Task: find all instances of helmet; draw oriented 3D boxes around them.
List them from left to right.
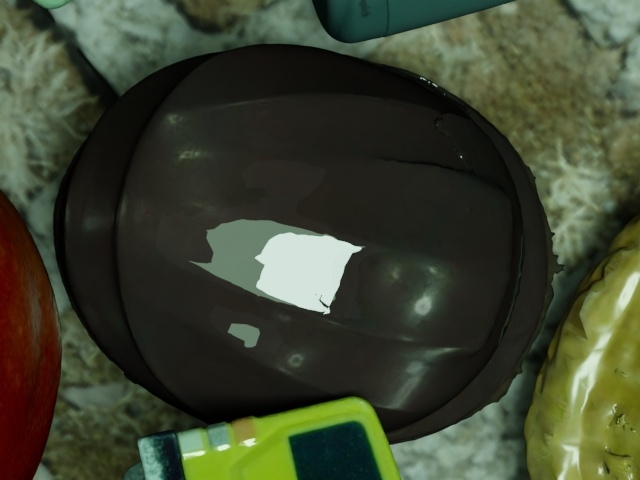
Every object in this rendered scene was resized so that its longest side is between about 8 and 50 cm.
[{"bbox_3d":[0.000,0.000,0.856,0.305,0.177,0.224,7,85,-3],"label":"helmet"}]

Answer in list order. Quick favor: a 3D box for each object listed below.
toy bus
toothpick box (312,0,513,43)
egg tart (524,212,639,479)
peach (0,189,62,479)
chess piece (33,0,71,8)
[{"bbox_3d":[-0.021,0.196,0.862,0.150,0.262,0.128,-13,63,-8],"label":"toy bus"},{"bbox_3d":[0.081,-0.186,0.875,0.184,0.120,0.120,-13,100,-4],"label":"toothpick box"},{"bbox_3d":[0.344,0.136,0.918,0.443,0.178,0.443,-1,99,-6],"label":"egg tart"},{"bbox_3d":[-0.254,0.081,0.837,0.249,0.245,0.274,-5,86,40],"label":"peach"},{"bbox_3d":[-0.131,-0.244,0.850,0.298,0.176,0.175,-32,100,15],"label":"chess piece"}]
